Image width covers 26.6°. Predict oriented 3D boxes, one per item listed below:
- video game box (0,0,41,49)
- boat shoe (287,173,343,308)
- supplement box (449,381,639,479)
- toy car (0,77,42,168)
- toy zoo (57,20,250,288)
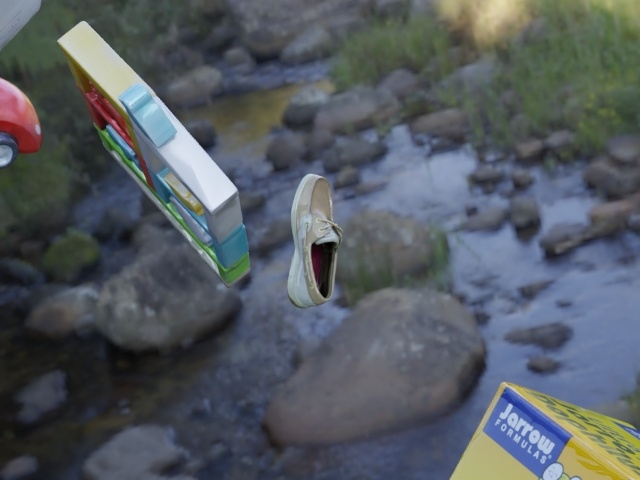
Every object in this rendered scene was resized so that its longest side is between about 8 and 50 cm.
[{"bbox_3d":[-0.161,-0.152,0.343,0.048,0.205,0.187,-56,-3,-31],"label":"video game box"},{"bbox_3d":[0.000,0.000,1.343,0.045,0.135,0.050,-4,-10,45],"label":"boat shoe"},{"bbox_3d":[0.198,0.341,1.207,0.195,0.356,0.194,22,9,-36],"label":"supplement box"},{"bbox_3d":[-0.277,-0.054,0.686,0.239,0.053,0.225,13,34,-3],"label":"toy car"},{"bbox_3d":[-0.136,-0.071,1.148,0.030,0.192,0.293,-40,-13,-11],"label":"toy zoo"}]
